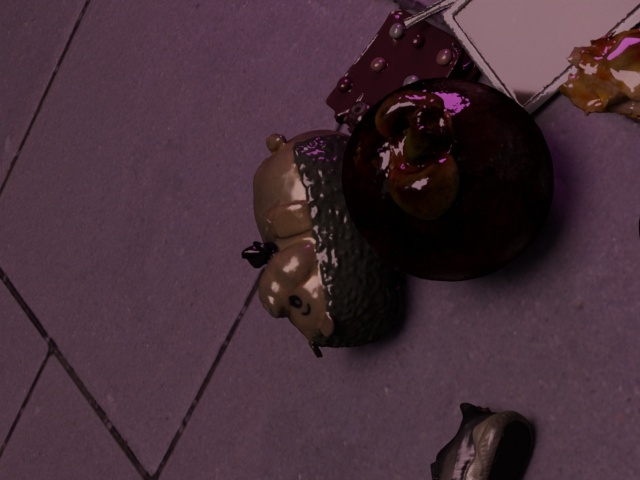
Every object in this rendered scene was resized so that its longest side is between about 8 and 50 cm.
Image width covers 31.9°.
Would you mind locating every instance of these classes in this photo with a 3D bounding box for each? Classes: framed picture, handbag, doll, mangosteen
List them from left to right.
[{"bbox_3d":[0.000,0.000,1.741,0.247,0.247,0.350,-28,71,37],"label":"doll"},{"bbox_3d":[0.122,-0.247,1.766,0.216,0.074,0.203,-50,43,3],"label":"handbag"},{"bbox_3d":[0.168,-0.079,1.542,0.297,0.293,0.297,9,114,21],"label":"mangosteen"},{"bbox_3d":[0.327,-0.333,1.603,0.274,0.017,0.217,-40,74,29],"label":"framed picture"}]

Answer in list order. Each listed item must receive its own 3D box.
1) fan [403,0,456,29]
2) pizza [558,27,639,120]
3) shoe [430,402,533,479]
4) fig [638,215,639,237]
[{"bbox_3d":[0.267,-0.394,1.663,0.335,0.011,0.230,-26,77,27],"label":"fan"},{"bbox_3d":[0.473,-0.227,1.254,0.406,0.130,0.440,-17,46,0],"label":"pizza"},{"bbox_3d":[0.202,0.324,1.532,0.112,0.099,0.228,32,97,53],"label":"shoe"},{"bbox_3d":[0.511,-0.062,1.271,0.321,0.217,0.217,-52,44,-4],"label":"fig"}]
